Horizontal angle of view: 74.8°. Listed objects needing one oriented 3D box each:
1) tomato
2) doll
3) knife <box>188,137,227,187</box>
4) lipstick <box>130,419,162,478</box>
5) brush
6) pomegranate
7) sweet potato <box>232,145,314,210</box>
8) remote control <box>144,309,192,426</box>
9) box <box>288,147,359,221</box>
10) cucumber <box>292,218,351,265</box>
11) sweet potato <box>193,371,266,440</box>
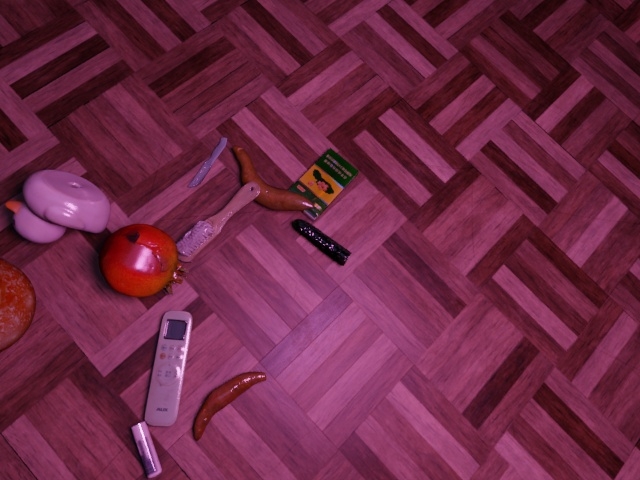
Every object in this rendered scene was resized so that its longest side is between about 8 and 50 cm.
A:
[{"bbox_3d":[-0.874,0.175,1.069,0.270,0.222,0.270,-5,66,10],"label":"tomato"},{"bbox_3d":[-0.744,-0.076,1.190,0.251,0.221,0.221,20,70,-31],"label":"doll"},{"bbox_3d":[-0.363,-0.253,1.365,0.028,0.015,0.210,30,73,-6],"label":"knife"},{"bbox_3d":[-0.462,0.555,1.111,0.040,0.040,0.141,-21,79,-13],"label":"lipstick"},{"bbox_3d":[-0.313,-0.062,1.259,0.327,0.065,0.070,-43,77,-4],"label":"brush"},{"bbox_3d":[-0.490,0.062,1.165,0.235,0.210,0.210,36,71,-22],"label":"pomegranate"},{"bbox_3d":[-0.175,-0.169,1.331,0.346,0.079,0.108,39,92,14],"label":"sweet potato"},{"bbox_3d":[-0.421,0.353,1.175,0.090,0.038,0.309,7,73,-6],"label":"remote control"},{"bbox_3d":[0.005,-0.187,1.387,0.132,0.034,0.235,40,73,4],"label":"box"},{"bbox_3d":[0.000,0.000,1.322,0.215,0.058,0.052,36,107,6],"label":"cucumber"},{"bbox_3d":[-0.267,0.440,1.163,0.255,0.058,0.078,-41,104,-12],"label":"sweet potato"}]
